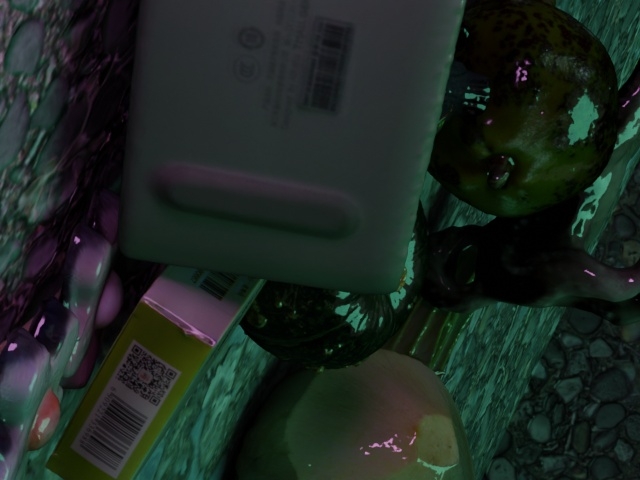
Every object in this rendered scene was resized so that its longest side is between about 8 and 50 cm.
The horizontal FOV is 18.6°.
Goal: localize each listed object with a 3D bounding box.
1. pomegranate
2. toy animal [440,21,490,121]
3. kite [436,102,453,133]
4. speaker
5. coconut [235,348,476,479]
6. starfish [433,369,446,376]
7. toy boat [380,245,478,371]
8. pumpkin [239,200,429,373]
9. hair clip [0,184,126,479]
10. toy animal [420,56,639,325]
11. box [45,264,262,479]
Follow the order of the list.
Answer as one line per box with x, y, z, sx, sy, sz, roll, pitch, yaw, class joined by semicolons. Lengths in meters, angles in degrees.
0.182;-0.161;1.973;0.204;0.276;0.222;0;144;-33;pomegranate
0.080;-0.128;1.736;0.121;0.117;0.210;-65;169;23;toy animal
0.000;0.000;1.748;0.234;0.016;0.321;-10;142;-52;kite
-0.003;-0.155;1.171;0.183;0.184;0.406;-75;177;-49;speaker
0.040;0.231;1.956;0.259;0.259;0.259;-58;164;-28;coconut
0.060;0.234;2.219;0.238;0.057;0.213;-47;140;-2;starfish
0.124;0.122;2.372;0.111;0.084;0.276;82;31;-60;toy boat
0.007;0.016;1.605;0.190;0.146;0.190;-18;125;-27;pumpkin
-0.175;0.069;1.235;0.257;0.075;0.146;-55;158;-51;hair clip
0.256;-0.070;2.288;0.194;0.303;0.344;12;77;-80;toy animal
-0.088;0.049;1.381;0.175;0.062;0.260;-57;179;35;box
